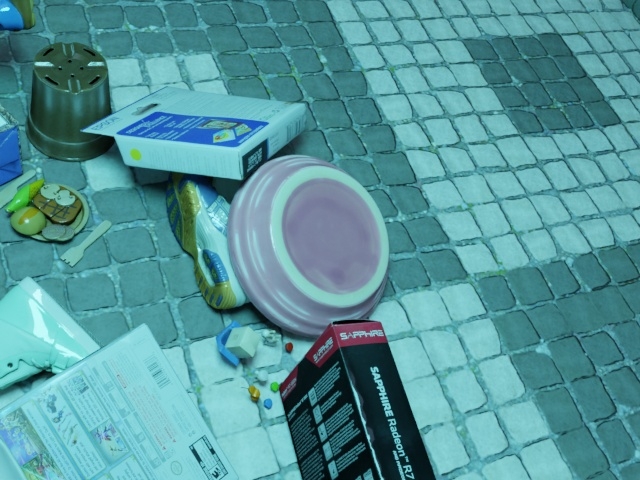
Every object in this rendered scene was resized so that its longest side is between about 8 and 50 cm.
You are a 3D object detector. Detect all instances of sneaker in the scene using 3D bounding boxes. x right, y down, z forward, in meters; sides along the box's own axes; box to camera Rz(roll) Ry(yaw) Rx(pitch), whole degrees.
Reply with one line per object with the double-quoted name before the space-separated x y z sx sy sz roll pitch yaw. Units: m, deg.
"sneaker" -0.179 -0.017 1.299 0.131 0.112 0.296 -11 68 -36
"sneaker" -0.402 0.194 1.088 0.256 0.094 0.151 44 75 -1

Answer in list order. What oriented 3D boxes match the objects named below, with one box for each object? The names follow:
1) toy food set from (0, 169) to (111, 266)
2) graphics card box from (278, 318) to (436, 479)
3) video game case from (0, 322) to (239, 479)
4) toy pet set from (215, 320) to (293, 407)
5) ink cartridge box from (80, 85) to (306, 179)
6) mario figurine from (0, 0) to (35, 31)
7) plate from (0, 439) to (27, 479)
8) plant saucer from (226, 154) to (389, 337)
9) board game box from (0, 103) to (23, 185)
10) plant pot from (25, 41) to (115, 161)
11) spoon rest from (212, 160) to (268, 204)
"toy food set" -0.467 -0.052 1.255 0.192 0.038 0.132 32 53 5
"graphics card box" 0.058 0.328 1.042 0.094 0.233 0.371 1 55 -28
"video game case" -0.284 0.293 1.006 0.244 0.061 0.269 -32 93 -33
"toy pet set" -0.119 0.197 1.200 0.114 0.065 0.122 47 48 -31
"ink cartridge box" -0.221 -0.205 1.342 0.307 0.072 0.303 8 28 18
"mario figurine" -0.639 -0.387 1.162 0.320 0.198 0.170 -22 78 -35
"plate" -0.441 0.427 0.869 0.277 0.045 0.278 -33 92 -22
"plant saucer" 0.000 0.000 1.270 0.332 0.084 0.332 12 68 -33
"board game box" -0.689 -0.195 1.215 0.291 0.141 0.232 44 54 14
"plant pot" -0.453 -0.258 1.324 0.167 0.165 0.167 9 55 -13
"spoon rest" -0.069 -0.095 1.390 0.276 0.084 0.137 8 54 -14
